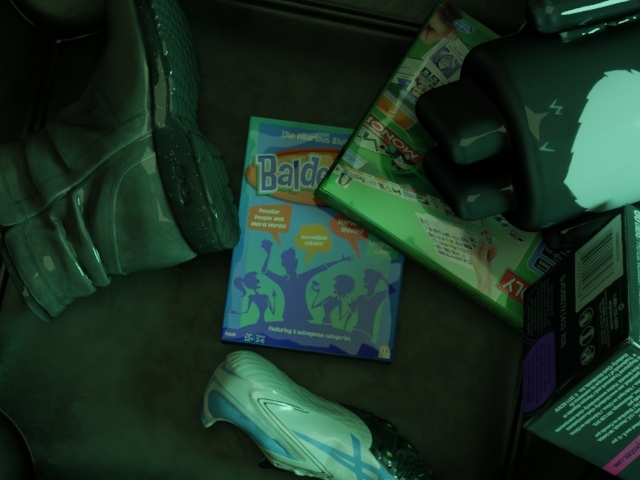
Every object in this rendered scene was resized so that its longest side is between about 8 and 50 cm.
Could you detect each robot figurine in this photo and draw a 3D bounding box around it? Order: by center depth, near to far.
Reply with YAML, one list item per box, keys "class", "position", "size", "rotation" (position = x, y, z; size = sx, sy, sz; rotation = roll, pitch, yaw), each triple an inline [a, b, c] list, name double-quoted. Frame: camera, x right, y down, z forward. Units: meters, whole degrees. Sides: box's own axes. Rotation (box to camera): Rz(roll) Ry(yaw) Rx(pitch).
- class: "robot figurine"
  position: [0.227, -0.106, 1.609]
  size: [0.278, 0.209, 0.174]
  rotation: [-17, 73, -11]

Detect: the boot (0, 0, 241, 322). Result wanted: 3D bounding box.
- class: "boot"
  position: [-0.220, -0.112, 1.717]
  size: [0.222, 0.118, 0.338]
  rotation: [-18, 69, 12]

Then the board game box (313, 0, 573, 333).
- class: "board game box"
  position: [0.182, -0.044, 1.707]
  size: [0.317, 0.046, 0.213]
  rotation: [34, 80, -4]

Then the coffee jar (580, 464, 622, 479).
- class: "coffee jar"
  position: [0.268, 0.248, 1.623]
  size: [0.096, 0.184, 0.079]
  rotation: [32, 98, 3]

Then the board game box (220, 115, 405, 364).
- class: "board game box"
  position: [0.000, 0.000, 1.730]
  size: [0.160, 0.047, 0.210]
  rotation: [7, 81, 0]

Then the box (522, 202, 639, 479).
- class: "box"
  position: [0.318, 0.119, 1.590]
  size: [0.270, 0.143, 0.165]
  rotation: [28, 42, -20]

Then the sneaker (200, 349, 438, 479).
- class: "sneaker"
  position: [0.001, 0.186, 1.696]
  size: [0.237, 0.085, 0.086]
  rotation: [31, 110, 1]
